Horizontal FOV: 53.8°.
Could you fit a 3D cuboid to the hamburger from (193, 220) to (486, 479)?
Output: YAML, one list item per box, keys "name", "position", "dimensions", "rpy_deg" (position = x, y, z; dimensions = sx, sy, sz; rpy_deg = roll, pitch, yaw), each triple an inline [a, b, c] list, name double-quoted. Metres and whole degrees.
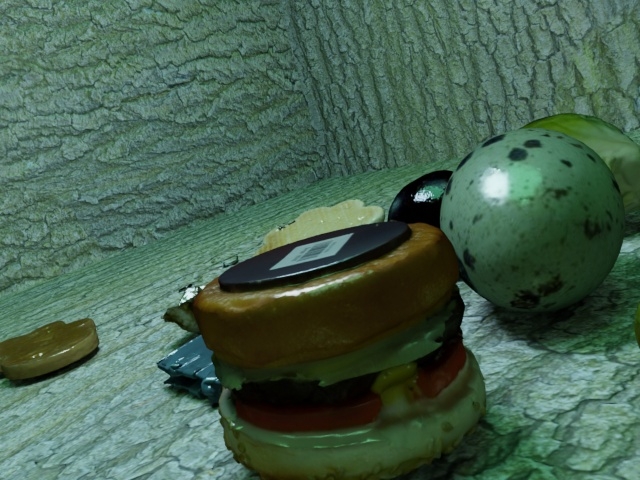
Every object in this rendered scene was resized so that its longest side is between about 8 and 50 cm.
- name: "hamburger"
  position: [0.024, 0.126, 0.743]
  dimensions: [0.329, 0.250, 0.330]
  rpy_deg: [-16, 7, 2]

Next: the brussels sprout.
- name: "brussels sprout"
  position: [0.532, -0.130, 1.383]
  dimensions: [0.343, 0.268, 0.344]
  rpy_deg: [-9, 33, 6]

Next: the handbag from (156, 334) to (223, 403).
- name: "handbag"
  position: [-0.160, 0.210, 1.074]
  dimensions: [0.229, 0.062, 0.179]
  rpy_deg: [-3, 19, 47]

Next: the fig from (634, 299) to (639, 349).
- name: "fig"
  position: [0.452, 0.077, 0.659]
  dimensions: [0.233, 0.167, 0.167]
  rpy_deg: [-21, 10, 7]

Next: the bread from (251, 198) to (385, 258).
- name: "bread"
  position: [0.000, 0.000, 1.407]
  dimensions: [0.315, 0.054, 0.316]
  rpy_deg: [-17, 25, 8]

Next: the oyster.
- name: "oyster"
  position: [-0.204, 0.116, 1.404]
  dimensions: [0.197, 0.133, 0.337]
  rpy_deg: [-10, 9, 30]

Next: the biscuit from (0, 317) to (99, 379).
- name: "biscuit"
  position: [-0.654, 0.259, 1.495]
  dimensions: [0.275, 0.052, 0.354]
  rpy_deg: [-24, 15, -38]

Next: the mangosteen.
- name: "mangosteen"
  position: [0.246, -0.027, 1.350]
  dimensions: [0.242, 0.243, 0.243]
  rpy_deg: [-14, 11, 3]

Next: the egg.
- name: "egg"
  position: [0.335, -0.032, 1.023]
  dimensions: [0.287, 0.288, 0.379]
  rpy_deg: [-9, 20, 27]
